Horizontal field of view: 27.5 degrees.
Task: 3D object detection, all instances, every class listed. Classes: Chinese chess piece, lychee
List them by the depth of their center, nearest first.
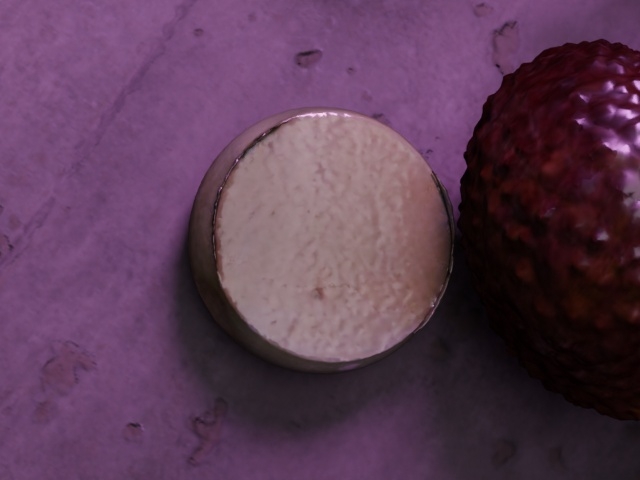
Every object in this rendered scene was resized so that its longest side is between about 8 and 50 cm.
[{"bbox_3d":[0.210,-0.009,0.886,0.260,0.260,0.261,2,82,-13],"label":"lychee"},{"bbox_3d":[0.000,0.000,0.925,0.188,0.083,0.189,2,83,-16],"label":"Chinese chess piece"}]
